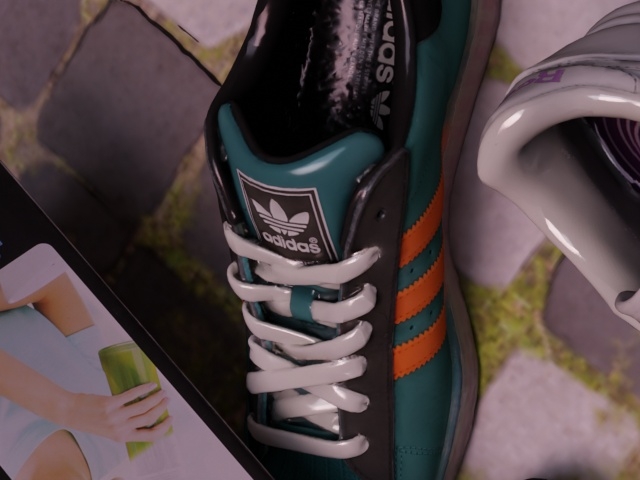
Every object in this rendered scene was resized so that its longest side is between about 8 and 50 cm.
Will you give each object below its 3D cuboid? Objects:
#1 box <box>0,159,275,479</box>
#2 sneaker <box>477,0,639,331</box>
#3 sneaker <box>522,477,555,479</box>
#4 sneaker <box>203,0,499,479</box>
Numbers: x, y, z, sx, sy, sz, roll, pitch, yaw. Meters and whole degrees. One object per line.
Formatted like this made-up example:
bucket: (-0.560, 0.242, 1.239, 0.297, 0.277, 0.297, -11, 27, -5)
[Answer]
box: (-0.098, 0.107, 0.705, 0.290, 0.087, 0.169, 48, 157, 16)
sneaker: (0.181, 0.034, 0.559, 0.305, 0.152, 0.114, 36, 123, 21)
sneaker: (0.111, 0.237, 0.665, 0.122, 0.110, 0.283, -1, 85, -3)
sneaker: (0.000, 0.000, 0.669, 0.108, 0.121, 0.302, 8, 99, 27)
